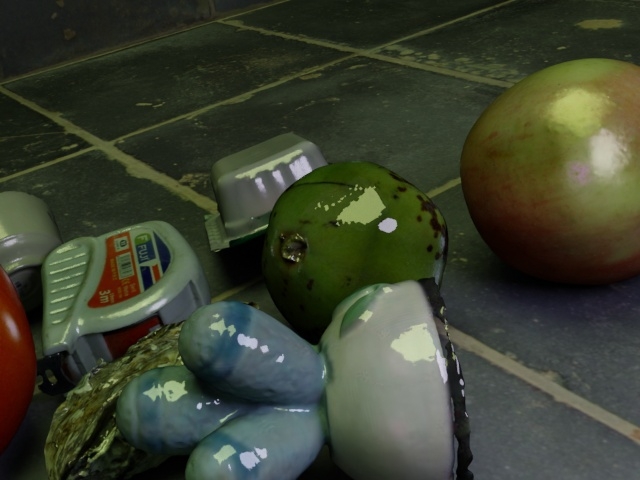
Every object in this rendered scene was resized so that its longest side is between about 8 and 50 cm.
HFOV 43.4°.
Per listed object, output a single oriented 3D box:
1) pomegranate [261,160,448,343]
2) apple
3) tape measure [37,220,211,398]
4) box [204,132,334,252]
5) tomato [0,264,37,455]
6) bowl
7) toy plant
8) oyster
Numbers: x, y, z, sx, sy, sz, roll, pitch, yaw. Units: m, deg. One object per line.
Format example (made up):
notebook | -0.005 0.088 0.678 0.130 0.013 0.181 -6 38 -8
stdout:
pomegranate | 0.056 0.020 1.065 0.271 0.254 0.254 8 16 -36
apple | 0.348 -0.090 1.112 0.277 0.319 0.319 -5 26 34
tape measure | -0.279 0.089 1.132 0.246 0.125 0.243 -16 36 -9
box | -0.083 -0.100 1.333 0.264 0.106 0.336 -23 15 -6
tomato | -0.495 0.138 0.918 0.325 0.289 0.293 -36 38 -30
bowl | -0.473 0.041 1.210 0.211 0.211 0.112 -26 59 -29
toy plant | -0.035 0.162 0.806 0.332 0.247 0.247 -5 28 -4
oyster | -0.193 0.186 0.938 0.351 0.158 0.162 -45 3 -38
